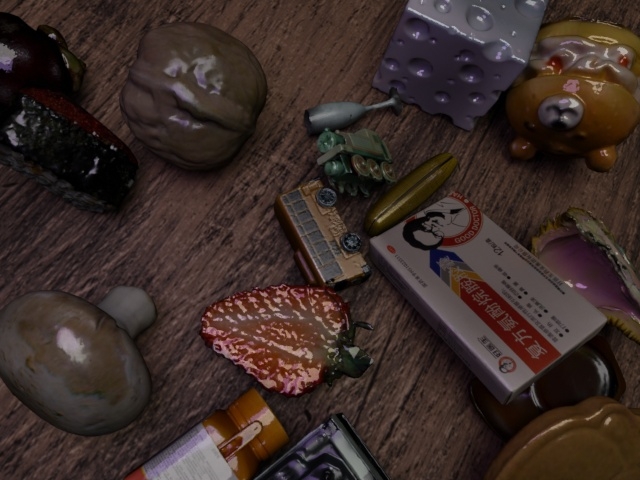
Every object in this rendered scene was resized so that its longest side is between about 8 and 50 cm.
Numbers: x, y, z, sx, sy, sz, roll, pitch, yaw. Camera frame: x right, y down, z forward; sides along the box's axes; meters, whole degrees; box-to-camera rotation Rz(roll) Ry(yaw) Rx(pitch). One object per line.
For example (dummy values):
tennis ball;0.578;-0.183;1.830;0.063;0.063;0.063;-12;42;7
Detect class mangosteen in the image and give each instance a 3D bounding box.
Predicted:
mangosteen;-0.512;-0.302;0.869;0.194;0.194;0.231;47;49;6

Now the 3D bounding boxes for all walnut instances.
walnut;-0.215;-0.246;0.873;0.249;0.248;0.248;3;73;-9

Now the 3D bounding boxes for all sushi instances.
sushi;-0.416;-0.140;0.816;0.225;0.136;0.126;47;57;-41

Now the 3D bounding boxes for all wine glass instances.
wine glass;0.064;-0.262;1.014;0.198;0.066;0.066;-16;76;-13

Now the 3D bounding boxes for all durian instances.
durian;0.542;0.052;0.958;0.305;0.185;0.196;48;52;2

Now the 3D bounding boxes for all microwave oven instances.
microwave oven;0.033;0.425;0.687;0.238;0.181;0.295;-37;72;-6

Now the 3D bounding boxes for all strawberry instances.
strawberry;-0.050;0.158;0.836;0.287;0.106;0.188;12;84;8

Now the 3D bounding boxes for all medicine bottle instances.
medicine bottle;-0.164;0.327;0.744;0.222;0.149;0.112;-34;80;-18

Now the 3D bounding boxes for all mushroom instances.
mushroom;-0.340;0.154;0.745;0.244;0.243;0.243;3;73;-9

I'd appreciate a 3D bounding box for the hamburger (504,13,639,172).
hamburger;0.496;-0.272;0.995;0.277;0.276;0.236;20;82;-3

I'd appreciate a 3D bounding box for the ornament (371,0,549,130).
ornament;0.277;-0.415;1.004;0.240;0.239;0.238;24;72;-2

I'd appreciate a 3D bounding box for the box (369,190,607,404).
box;0.274;0.079;0.875;0.214;0.069;0.353;-29;54;-17

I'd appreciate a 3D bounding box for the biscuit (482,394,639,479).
biscuit;0.430;0.397;0.795;0.352;0.057;0.311;19;103;-14

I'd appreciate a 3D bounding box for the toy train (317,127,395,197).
toy train;0.065;-0.149;0.927;0.194;0.081;0.125;0;66;-53

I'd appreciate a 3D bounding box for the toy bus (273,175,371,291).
toy bus;0.000;0.000;0.901;0.114;0.098;0.200;-25;78;-14

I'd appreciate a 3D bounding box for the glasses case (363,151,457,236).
glasses case;0.175;-0.092;0.970;0.234;0.079;0.064;-39;76;-18

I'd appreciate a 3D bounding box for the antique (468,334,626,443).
antique;0.404;0.253;0.876;0.279;0.129;0.223;-9;72;-14
